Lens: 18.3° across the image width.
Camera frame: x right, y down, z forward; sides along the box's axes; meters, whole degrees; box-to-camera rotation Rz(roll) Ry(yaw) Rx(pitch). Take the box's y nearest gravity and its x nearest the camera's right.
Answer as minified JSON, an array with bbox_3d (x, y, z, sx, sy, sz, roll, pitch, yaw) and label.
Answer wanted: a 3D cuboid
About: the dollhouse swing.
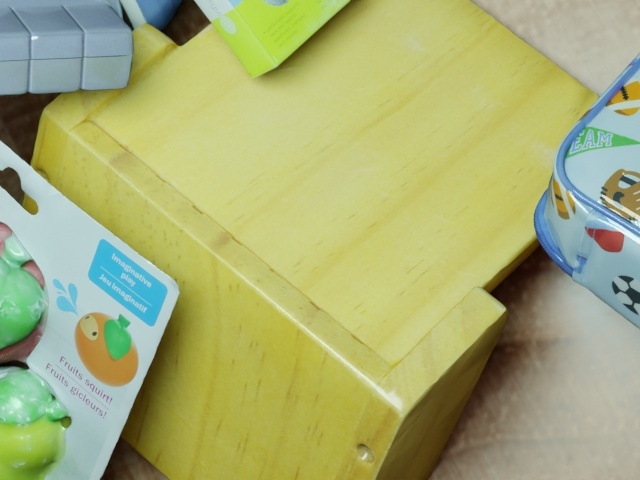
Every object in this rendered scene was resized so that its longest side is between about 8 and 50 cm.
[{"bbox_3d":[0.000,0.000,1.513,0.347,0.305,0.315,38,137,18],"label":"dollhouse swing"}]

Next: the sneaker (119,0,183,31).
[{"bbox_3d":[-0.137,-0.302,1.568,0.182,0.127,0.315,-29,61,-10],"label":"sneaker"}]

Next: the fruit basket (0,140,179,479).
[{"bbox_3d":[-0.282,0.074,1.479,0.327,0.165,0.353,38,132,18],"label":"fruit basket"}]

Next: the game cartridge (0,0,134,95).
[{"bbox_3d":[-0.289,-0.191,1.464,0.230,0.355,0.068,-9,118,-20],"label":"game cartridge"}]

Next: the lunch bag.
[{"bbox_3d":[0.319,-0.016,1.350,0.303,0.115,0.243,36,60,17],"label":"lunch bag"}]

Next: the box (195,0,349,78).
[{"bbox_3d":[-0.061,-0.219,1.421,0.109,0.042,0.178,-45,105,-31],"label":"box"}]
